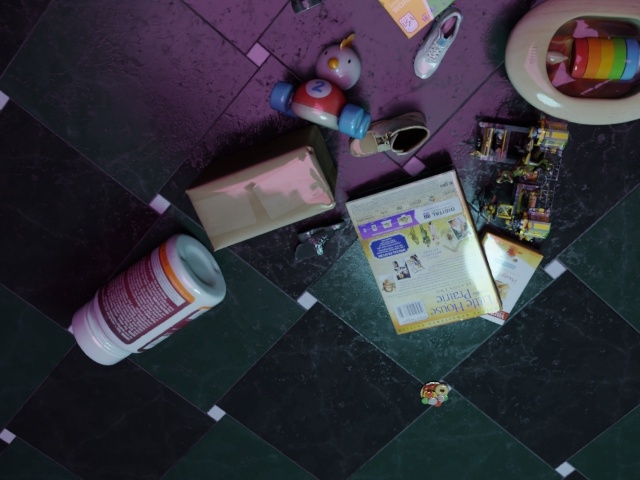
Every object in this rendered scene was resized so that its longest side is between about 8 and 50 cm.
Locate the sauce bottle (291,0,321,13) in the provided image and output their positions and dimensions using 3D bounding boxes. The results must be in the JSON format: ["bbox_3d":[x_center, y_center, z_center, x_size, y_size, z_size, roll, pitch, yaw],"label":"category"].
[{"bbox_3d":[-0.096,-0.701,1.603,0.111,0.111,0.344,-21,108,11],"label":"sauce bottle"}]

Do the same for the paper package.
[{"bbox_3d":[-0.131,-0.141,1.729,0.325,0.309,0.168,-20,107,10],"label":"paper package"}]

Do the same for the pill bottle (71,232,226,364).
[{"bbox_3d":[-0.478,0.170,1.925,0.392,0.224,0.224,-33,107,15],"label":"pill bottle"}]

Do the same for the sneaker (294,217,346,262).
[{"bbox_3d":[0.000,0.001,1.923,0.170,0.051,0.089,-16,111,14],"label":"sneaker"}]

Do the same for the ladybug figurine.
[{"bbox_3d":[0.648,-0.428,1.634,0.450,0.162,0.305,6,104,-1],"label":"ladybug figurine"}]

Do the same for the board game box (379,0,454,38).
[{"bbox_3d":[0.201,-0.675,1.622,0.242,0.064,0.316,-38,105,17],"label":"board game box"}]

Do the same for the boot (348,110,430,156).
[{"bbox_3d":[0.169,-0.252,1.743,0.213,0.165,0.077,-20,110,11],"label":"boot"}]

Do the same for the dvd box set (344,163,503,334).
[{"bbox_3d":[0.282,0.034,1.875,0.308,0.062,0.420,-17,108,21],"label":"dvd box set"}]

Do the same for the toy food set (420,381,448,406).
[{"bbox_3d":[0.346,0.467,2.108,0.083,0.020,0.082,5,113,1],"label":"toy food set"}]

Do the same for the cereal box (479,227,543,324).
[{"bbox_3d":[0.483,0.103,1.935,0.173,0.047,0.240,22,112,-4],"label":"cereal box"}]

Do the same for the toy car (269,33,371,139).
[{"bbox_3d":[0.028,-0.394,1.686,0.219,0.210,0.237,20,98,12],"label":"toy car"}]

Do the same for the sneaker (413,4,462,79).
[{"bbox_3d":[0.284,-0.480,1.689,0.071,0.083,0.190,23,113,-8],"label":"sneaker"}]

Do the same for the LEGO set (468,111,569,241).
[{"bbox_3d":[0.466,-0.165,1.722,0.192,0.255,0.331,7,109,0],"label":"LEGO set"}]
